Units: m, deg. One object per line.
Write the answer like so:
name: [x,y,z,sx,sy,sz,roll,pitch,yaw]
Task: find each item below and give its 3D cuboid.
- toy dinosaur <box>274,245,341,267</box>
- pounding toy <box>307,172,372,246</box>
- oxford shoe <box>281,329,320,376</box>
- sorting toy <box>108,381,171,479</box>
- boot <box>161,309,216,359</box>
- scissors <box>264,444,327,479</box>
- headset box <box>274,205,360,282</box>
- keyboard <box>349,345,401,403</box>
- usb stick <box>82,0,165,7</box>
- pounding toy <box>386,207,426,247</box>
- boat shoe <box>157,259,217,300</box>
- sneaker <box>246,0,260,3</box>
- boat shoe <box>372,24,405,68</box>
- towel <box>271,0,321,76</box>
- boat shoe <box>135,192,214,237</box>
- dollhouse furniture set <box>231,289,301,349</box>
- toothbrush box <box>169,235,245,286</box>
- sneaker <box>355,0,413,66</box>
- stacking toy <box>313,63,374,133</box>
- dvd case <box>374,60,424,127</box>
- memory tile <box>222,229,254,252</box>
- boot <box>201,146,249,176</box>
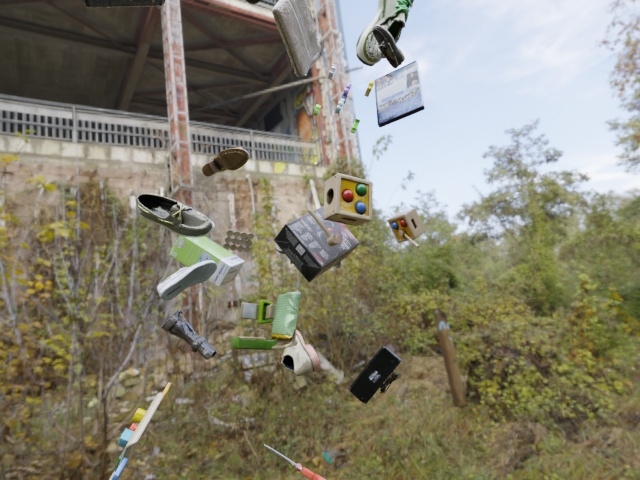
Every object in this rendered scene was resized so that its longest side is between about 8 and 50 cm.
toy dinosaur: [-0.044,0.052,1.864,0.313,0.160,0.121,24,25,9]
pounding toy: [0.062,-0.089,1.254,0.181,0.206,0.094,10,-15,-27]
oxford shoe: [-0.145,0.559,2.117,0.146,0.140,0.397,-18,15,-22]
sorting toy: [-0.516,0.537,1.149,0.047,0.196,0.347,28,23,-7]
boot: [-0.507,0.383,1.638,0.091,0.229,0.263,-51,7,-10]
scissors: [-0.043,0.545,0.996,0.297,0.021,0.109,18,-32,34]
headset box: [0.000,0.000,1.636,0.293,0.218,0.110,-31,-14,-47]
keyboard: [0.183,0.434,1.323,0.192,0.100,0.038,-54,-19,11]
usb stick: [-0.645,-0.811,1.373,0.045,0.077,0.278,30,42,31]
pounding toy: [0.357,-0.043,1.716,0.100,0.141,0.130,-30,6,-32]
boat shoe: [-0.494,0.128,1.530,0.226,0.083,0.076,-30,44,-26]
sneaker: [-0.196,-0.835,1.225,0.090,0.270,0.145,-7,17,11]
boat shoe: [0.182,-0.533,1.150,0.125,0.038,0.046,45,-11,-26]
towel: [-0.081,-0.789,1.583,0.049,0.187,0.282,10,-31,29]
boat shoe: [-0.542,-0.096,1.545,0.305,0.109,0.091,18,-30,9]
dollhouse furniture set: [-0.202,0.289,1.504,0.151,0.197,0.301,10,-19,-25]
toothbrush box: [-0.532,0.084,1.980,0.283,0.122,0.206,30,6,4]
sneaker: [0.306,-0.887,1.650,0.158,0.410,0.182,15,19,-33]
stacking toy: [0.084,-0.510,1.496,0.167,0.221,0.052,22,-16,-3]
dvd case: [0.295,-0.558,1.587,0.180,0.253,0.022,-17,-34,28]
memory tile: [-0.429,0.004,2.182,0.148,0.113,0.012,10,14,-24]
boot: [-0.429,-0.410,2.066,0.283,0.109,0.220,-22,18,31]
